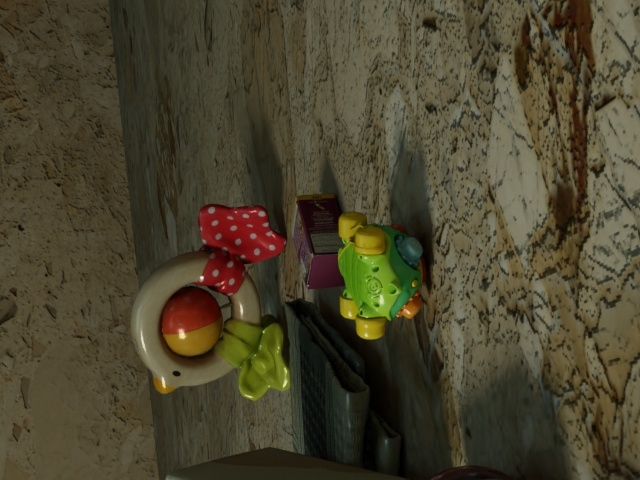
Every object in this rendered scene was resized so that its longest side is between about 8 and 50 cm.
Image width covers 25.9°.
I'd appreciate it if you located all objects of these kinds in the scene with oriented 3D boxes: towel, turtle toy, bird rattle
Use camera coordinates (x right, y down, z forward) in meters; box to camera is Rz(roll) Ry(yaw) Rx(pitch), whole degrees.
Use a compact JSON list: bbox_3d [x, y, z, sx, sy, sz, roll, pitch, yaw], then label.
[{"bbox_3d":[0.023,0.244,1.419,0.312,0.056,0.324,-129,34,-71],"label":"towel"},{"bbox_3d":[0.050,0.022,1.161,0.130,0.066,0.095,-131,38,-68],"label":"turtle toy"},{"bbox_3d":[-0.127,0.081,1.665,0.143,0.207,0.253,33,139,50],"label":"bird rattle"}]

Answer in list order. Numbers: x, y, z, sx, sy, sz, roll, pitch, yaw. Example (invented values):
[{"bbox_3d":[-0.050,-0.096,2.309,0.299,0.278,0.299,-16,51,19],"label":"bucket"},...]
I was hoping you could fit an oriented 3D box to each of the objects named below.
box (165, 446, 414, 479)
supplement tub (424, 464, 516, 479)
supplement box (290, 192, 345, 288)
[{"bbox_3d":[-0.015,0.278,1.229,0.311,0.121,0.148,0,99,61],"label":"box"},{"bbox_3d":[0.094,0.216,0.971,0.198,0.106,0.106,123,140,-69],"label":"supplement tub"},{"bbox_3d":[0.000,0.000,1.408,0.055,0.043,0.083,101,160,-48],"label":"supplement box"}]
